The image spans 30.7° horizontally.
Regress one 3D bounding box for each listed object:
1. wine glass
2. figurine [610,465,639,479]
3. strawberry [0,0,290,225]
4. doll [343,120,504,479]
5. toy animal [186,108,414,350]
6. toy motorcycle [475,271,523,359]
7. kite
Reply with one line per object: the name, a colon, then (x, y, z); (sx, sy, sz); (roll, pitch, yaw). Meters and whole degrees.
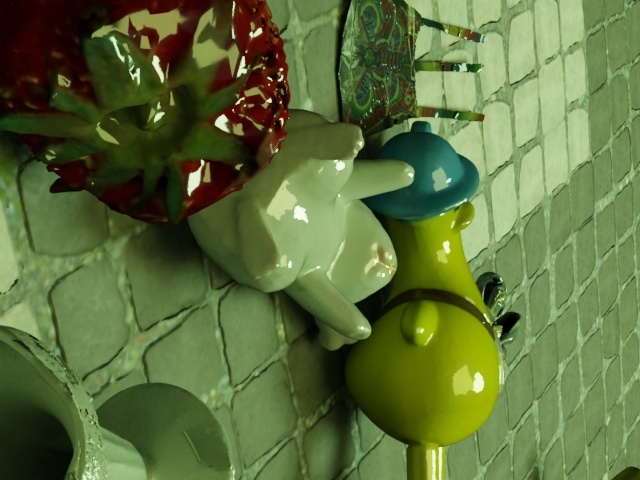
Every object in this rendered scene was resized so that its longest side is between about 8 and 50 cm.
wine glass: (-0.147, 0.135, 0.668); (0.196, 0.165, 0.165); (20, 77, -61)
figurine: (0.376, 0.458, 1.534); (0.326, 0.169, 0.218); (59, 43, -45)
strawberry: (-0.109, -0.116, 0.692); (0.184, 0.187, 0.201); (120, -24, -46)
doll: (0.094, 0.069, 1.073); (0.199, 0.145, 0.363); (31, 58, -81)
toy animal: (0.008, 0.000, 0.902); (0.282, 0.138, 0.140); (39, 71, -51)
toy motorcycle: (0.157, 0.126, 1.234); (0.193, 0.061, 0.124); (-46, 125, -37)
kite: (0.095, -0.168, 1.137); (0.285, 0.015, 0.152); (-2, 100, -55)
